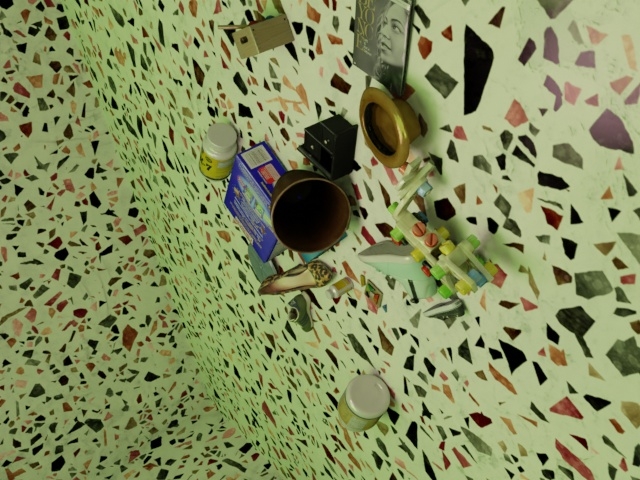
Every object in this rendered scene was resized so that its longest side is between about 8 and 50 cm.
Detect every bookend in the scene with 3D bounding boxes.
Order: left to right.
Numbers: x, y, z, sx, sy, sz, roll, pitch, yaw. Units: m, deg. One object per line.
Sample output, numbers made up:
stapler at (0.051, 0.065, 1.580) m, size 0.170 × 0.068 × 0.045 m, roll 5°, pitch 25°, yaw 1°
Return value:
bookend at (0.015, -0.263, 1.765) m, size 0.156 × 0.072 × 0.157 m, roll 46°, pitch 149°, yaw 30°

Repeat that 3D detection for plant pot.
plant pot at (-0.051, -0.110, 1.903) m, size 0.230 × 0.215 × 0.215 m, roll -120°, pitch 15°, yaw -61°

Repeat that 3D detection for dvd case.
dvd case at (0.128, -0.436, 1.453) m, size 0.164 × 0.018 × 0.221 m, roll 44°, pitch 149°, yaw 33°

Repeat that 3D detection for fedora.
fedora at (0.159, -0.253, 1.503) m, size 0.194 × 0.079 × 0.194 m, roll 52°, pitch 155°, yaw 37°

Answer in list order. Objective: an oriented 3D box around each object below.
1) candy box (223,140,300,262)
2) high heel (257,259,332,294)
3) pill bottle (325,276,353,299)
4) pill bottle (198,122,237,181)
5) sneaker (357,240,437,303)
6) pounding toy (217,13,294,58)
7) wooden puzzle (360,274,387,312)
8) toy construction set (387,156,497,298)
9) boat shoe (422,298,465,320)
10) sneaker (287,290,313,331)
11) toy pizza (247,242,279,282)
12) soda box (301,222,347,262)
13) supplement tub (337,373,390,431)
candy box at (-0.180, -0.116, 2.206) m, size 0.268 × 0.122 × 0.317 m, roll 55°, pitch 152°, yaw 12°
high heel at (-0.082, 0.138, 2.197) m, size 0.261 × 0.186 × 0.093 m, roll 1°, pitch 116°, yaw 61°
pill bottle at (0.055, 0.146, 2.072) m, size 0.043 × 0.083 × 0.043 m, roll 42°, pitch 147°, yaw 35°
pill bottle at (-0.347, -0.300, 2.336) m, size 0.119 × 0.119 × 0.208 m, roll 55°, pitch 153°, yaw 15°
sneaker at (0.193, 0.086, 1.755) m, size 0.256 × 0.094 × 0.151 m, roll 9°, pitch 125°, yaw 60°
pounding toy at (-0.168, -0.533, 1.770) m, size 0.141 × 0.130 × 0.100 m, roll 10°, pitch 124°, yaw 58°
wooden puzzle at (0.150, 0.155, 1.987) m, size 0.116 × 0.014 × 0.078 m, roll 41°, pitch 147°, yaw 36°
toy construction set at (0.244, -0.013, 1.501) m, size 0.327 × 0.151 × 0.215 m, roll 63°, pitch 180°, yaw 16°
boat shoe at (0.303, 0.178, 1.695) m, size 0.040 × 0.049 × 0.142 m, roll 61°, pitch 152°, yaw 0°
sneaker at (-0.079, 0.265, 2.429) m, size 0.064 × 0.086 × 0.192 m, roll 40°, pitch 147°, yaw 37°
toy pizza at (-0.207, 0.092, 2.558) m, size 0.201 × 0.032 × 0.201 m, roll 44°, pitch 149°, yaw 35°
soda box at (0.000, 0.000, 2.051) m, size 0.071 × 0.067 × 0.210 m, roll 60°, pitch 154°, yaw 4°
supplement tub at (0.135, 0.533, 2.231) m, size 0.144 × 0.144 × 0.199 m, roll 52°, pitch 153°, yaw 20°
